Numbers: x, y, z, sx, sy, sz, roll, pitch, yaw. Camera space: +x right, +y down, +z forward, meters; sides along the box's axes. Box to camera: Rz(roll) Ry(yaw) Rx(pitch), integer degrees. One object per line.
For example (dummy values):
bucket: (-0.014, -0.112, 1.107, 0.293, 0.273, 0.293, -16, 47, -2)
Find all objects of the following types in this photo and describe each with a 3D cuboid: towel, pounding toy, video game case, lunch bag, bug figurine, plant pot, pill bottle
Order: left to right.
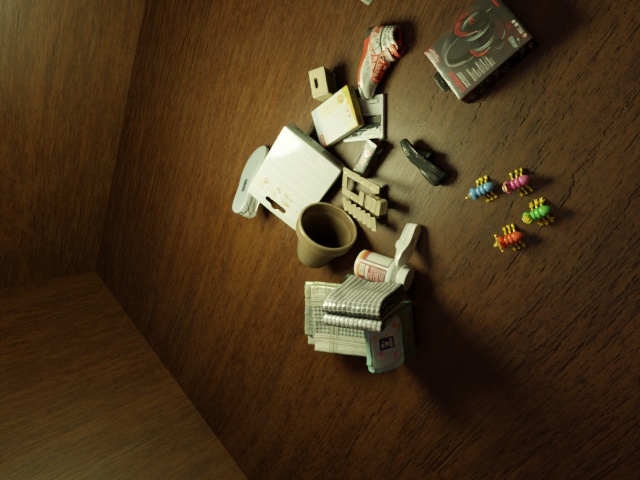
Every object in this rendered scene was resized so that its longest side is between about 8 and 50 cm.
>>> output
plant pot: (0.000, 0.000, 1.780, 0.263, 0.263, 0.229, 52, 144, 19)
pounding toy: (0.004, -0.663, 1.717, 0.100, 0.130, 0.141, -8, 93, 27)
towel: (0.073, 0.338, 1.749, 0.324, 0.056, 0.312, 3, 102, 27)
video game case: (0.176, -0.497, 1.669, 0.190, 0.022, 0.173, 5, 101, 36)
towel: (0.166, 0.224, 1.508, 0.235, 0.284, 0.121, -1, 104, 29)
pill bottle: (0.257, 0.124, 1.651, 0.221, 0.121, 0.121, 19, 109, 31)
lunch bag: (0.259, 0.369, 1.599, 0.160, 0.262, 0.223, -1, 100, 38)
bug figurine: (0.626, -0.109, 1.355, 0.216, 0.072, 0.279, -34, 76, 37)

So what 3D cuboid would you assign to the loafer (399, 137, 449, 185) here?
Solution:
loafer: (0.384, -0.301, 1.512, 0.078, 0.076, 0.223, -45, 75, 29)

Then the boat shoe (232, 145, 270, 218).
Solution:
boat shoe: (-0.299, -0.277, 2.015, 0.136, 0.156, 0.367, 2, 70, 43)

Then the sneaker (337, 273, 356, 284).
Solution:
sneaker: (0.112, 0.264, 1.808, 0.135, 0.098, 0.276, 34, 115, 29)

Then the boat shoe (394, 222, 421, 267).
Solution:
boat shoe: (0.325, 0.015, 1.586, 0.063, 0.066, 0.184, 18, 85, 48)

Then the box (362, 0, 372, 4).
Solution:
box: (0.172, -0.972, 1.535, 0.102, 0.101, 0.087, -37, 75, 35)

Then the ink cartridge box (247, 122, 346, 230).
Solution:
ink cartridge box: (-0.116, -0.277, 1.835, 0.308, 0.091, 0.385, 39, 124, 1)

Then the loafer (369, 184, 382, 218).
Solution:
loafer: (0.235, -0.155, 1.666, 0.050, 0.056, 0.148, 17, 118, 34)

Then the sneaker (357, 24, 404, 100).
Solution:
sneaker: (0.231, -0.673, 1.543, 0.145, 0.090, 0.270, 13, 100, 37)

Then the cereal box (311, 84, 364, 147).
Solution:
cereal box: (0.068, -0.511, 1.708, 0.240, 0.047, 0.172, -19, 85, 50)

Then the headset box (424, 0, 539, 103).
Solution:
headset box: (0.506, -0.613, 1.332, 0.293, 0.110, 0.218, -39, 75, 36)

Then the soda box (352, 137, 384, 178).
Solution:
soda box: (0.191, -0.329, 1.652, 0.053, 0.060, 0.169, 45, 130, 23)

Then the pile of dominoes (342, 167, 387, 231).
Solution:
pile of dominoes: (0.175, -0.171, 1.671, 0.251, 0.040, 0.195, 41, 138, 45)
